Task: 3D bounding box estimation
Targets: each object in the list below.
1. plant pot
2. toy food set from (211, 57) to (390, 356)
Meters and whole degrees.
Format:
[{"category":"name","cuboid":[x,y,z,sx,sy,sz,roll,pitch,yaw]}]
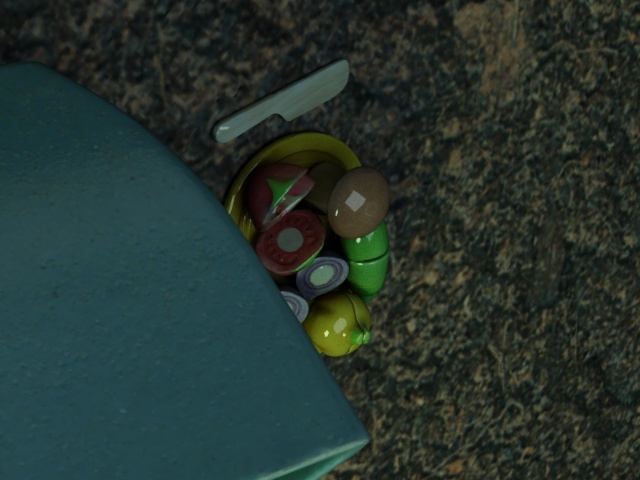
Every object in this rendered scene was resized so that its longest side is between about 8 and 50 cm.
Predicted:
[{"category":"plant pot","cuboid":[-0.173,0.058,0.723,0.247,0.252,0.248,-15,162,-34]},{"category":"toy food set","cuboid":[0.000,0.000,1.014,0.128,0.071,0.218,-24,122,-30]}]
